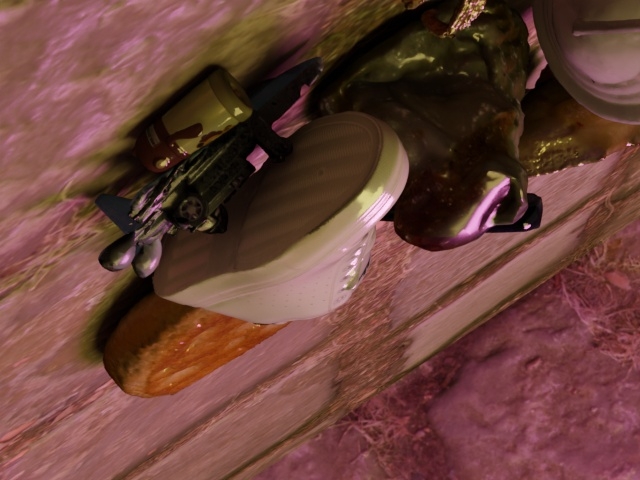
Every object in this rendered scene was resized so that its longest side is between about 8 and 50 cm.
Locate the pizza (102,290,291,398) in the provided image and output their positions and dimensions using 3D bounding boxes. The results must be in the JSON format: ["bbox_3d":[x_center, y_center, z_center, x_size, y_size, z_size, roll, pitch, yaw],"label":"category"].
[{"bbox_3d":[-0.150,0.092,2.025,0.258,0.087,0.268,-35,168,19],"label":"pizza"}]

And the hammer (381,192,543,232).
[{"bbox_3d":[0.078,-0.033,1.867,0.290,0.037,0.137,1,-154,21],"label":"hammer"}]

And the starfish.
[{"bbox_3d":[0.165,-0.250,1.638,0.209,0.053,0.150,-37,172,2],"label":"starfish"}]

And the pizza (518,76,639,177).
[{"bbox_3d":[0.270,-0.132,1.878,0.204,0.081,0.188,-11,-165,12],"label":"pizza"}]

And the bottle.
[{"bbox_3d":[-0.104,-0.091,1.540,0.101,0.047,0.063,-36,159,14],"label":"bottle"}]

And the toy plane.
[{"bbox_3d":[-0.084,-0.062,1.625,0.246,0.078,0.169,-36,168,6],"label":"toy plane"}]

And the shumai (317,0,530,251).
[{"bbox_3d":[0.128,-0.092,1.794,0.222,0.204,0.272,-44,168,36],"label":"shumai"}]

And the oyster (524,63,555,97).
[{"bbox_3d":[0.198,-0.101,2.164,0.275,0.100,0.271,-43,172,-32],"label":"oyster"}]

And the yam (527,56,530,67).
[{"bbox_3d":[0.140,-0.127,2.018,0.061,0.061,0.253,-27,165,-33],"label":"yam"}]

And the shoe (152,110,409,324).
[{"bbox_3d":[0.000,0.000,1.700,0.160,0.132,0.363,21,154,-27],"label":"shoe"}]

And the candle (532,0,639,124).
[{"bbox_3d":[0.329,-0.228,1.780,0.342,0.221,0.221,-19,160,-40],"label":"candle"}]
